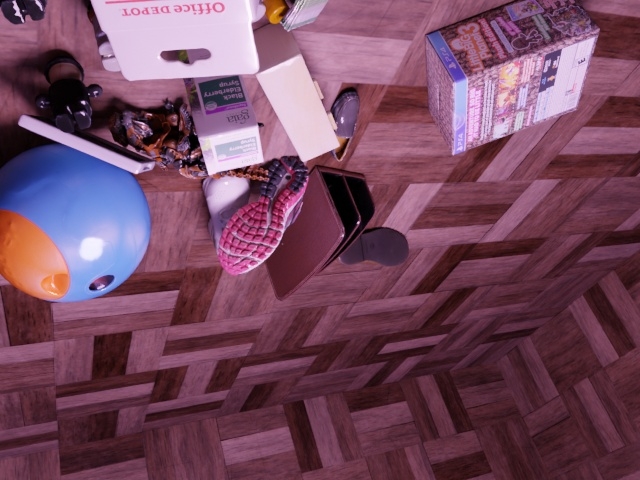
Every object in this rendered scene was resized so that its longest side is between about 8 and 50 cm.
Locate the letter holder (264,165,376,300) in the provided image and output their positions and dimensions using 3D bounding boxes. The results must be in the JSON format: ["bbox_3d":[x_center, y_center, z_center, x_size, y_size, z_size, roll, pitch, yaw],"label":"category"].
[{"bbox_3d":[0.000,0.000,1.493,0.151,0.215,0.302,6,141,-37],"label":"letter holder"}]

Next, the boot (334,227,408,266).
[{"bbox_3d":[0.132,0.024,1.765,0.305,0.113,0.115,0,175,-38],"label":"boot"}]

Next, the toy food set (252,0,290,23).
[{"bbox_3d":[-0.097,-0.424,0.888,0.111,0.105,0.232,-29,170,-12],"label":"toy food set"}]

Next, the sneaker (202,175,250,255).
[{"bbox_3d":[-0.203,-0.048,1.380,0.110,0.129,0.297,-11,148,-11],"label":"sneaker"}]

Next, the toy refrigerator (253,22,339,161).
[{"bbox_3d":[-0.044,-0.274,1.128,0.094,0.102,0.269,-23,150,5],"label":"toy refrigerator"}]

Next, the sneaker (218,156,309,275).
[{"bbox_3d":[-0.113,-0.041,1.327,0.299,0.120,0.112,-56,167,-25],"label":"sneaker"}]

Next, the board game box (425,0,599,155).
[{"bbox_3d":[0.378,-0.341,1.228,0.290,0.141,0.232,-20,150,1],"label":"board game box"}]

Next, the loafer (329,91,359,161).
[{"bbox_3d":[0.054,-0.241,1.280,0.062,0.061,0.170,-9,148,-16],"label":"loafer"}]

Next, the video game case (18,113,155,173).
[{"bbox_3d":[-0.380,-0.160,1.005,0.190,0.173,0.022,23,95,-11],"label":"video game case"}]

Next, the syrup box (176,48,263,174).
[{"bbox_3d":[-0.168,-0.233,0.984,0.093,0.237,0.096,-14,150,-8],"label":"syrup box"}]

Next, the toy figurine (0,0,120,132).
[{"bbox_3d":[-0.397,-0.287,0.865,0.213,0.148,0.209,17,129,-43],"label":"toy figurine"}]

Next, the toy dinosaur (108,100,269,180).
[{"bbox_3d":[-0.230,-0.188,1.156,0.218,0.165,0.321,-17,174,42],"label":"toy dinosaur"}]

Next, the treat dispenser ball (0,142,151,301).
[{"bbox_3d":[-0.457,-0.032,1.093,0.288,0.288,0.288,-15,150,-9],"label":"treat dispenser ball"}]

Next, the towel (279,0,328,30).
[{"bbox_3d":[0.000,-0.410,0.962,0.152,0.023,0.113,-49,179,38],"label":"towel"}]

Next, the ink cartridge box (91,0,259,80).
[{"bbox_3d":[-0.188,-0.381,0.728,0.207,0.119,0.354,-2,137,4],"label":"ink cartridge box"}]
